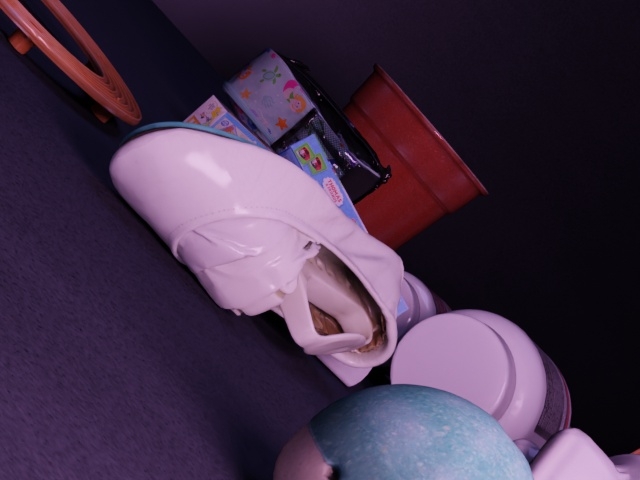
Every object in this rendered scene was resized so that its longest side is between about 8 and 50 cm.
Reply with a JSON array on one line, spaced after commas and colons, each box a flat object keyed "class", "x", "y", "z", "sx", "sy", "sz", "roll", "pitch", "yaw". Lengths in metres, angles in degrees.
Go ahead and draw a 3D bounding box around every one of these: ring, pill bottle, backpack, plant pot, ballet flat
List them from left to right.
[{"class": "ring", "x": -0.300, "y": -0.237, "z": 1.540, "sx": 0.336, "sy": 0.032, "sz": 0.336, "roll": 48, "pitch": 5, "yaw": -6}, {"class": "ballet flat", "x": -0.033, "y": 0.020, "z": 1.372, "sx": 0.139, "sy": 0.139, "sz": 0.400, "roll": 52, "pitch": 11, "yaw": 35}, {"class": "backpack", "x": -0.042, "y": -0.144, "z": 2.214, "sx": 0.253, "sy": 0.191, "sz": 0.225, "roll": 56, "pitch": 2, "yaw": 1}, {"class": "plant pot", "x": 0.075, "y": -0.091, "z": 2.434, "sx": 0.272, "sy": 0.265, "sz": 0.272, "roll": 49, "pitch": 4, "yaw": -5}, {"class": "pill bottle", "x": 0.090, "y": 0.101, "z": 1.891, "sx": 0.121, "sy": 0.121, "sz": 0.221, "roll": 51, "pitch": 5, "yaw": 22}, {"class": "pill bottle", "x": 0.182, "y": 0.176, "z": 1.785, "sx": 0.176, "sy": 0.176, "sz": 0.318, "roll": 51, "pitch": 4, "yaw": 21}]

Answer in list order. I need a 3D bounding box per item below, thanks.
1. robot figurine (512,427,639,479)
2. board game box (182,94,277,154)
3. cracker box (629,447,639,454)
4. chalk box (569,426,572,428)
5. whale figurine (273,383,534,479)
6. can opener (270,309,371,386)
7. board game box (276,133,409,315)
[{"class": "robot figurine", "x": 0.255, "y": 0.311, "z": 1.217, "sx": 0.353, "sy": 0.200, "sz": 0.300, "roll": 48, "pitch": -24, "yaw": -7}, {"class": "board game box", "x": -0.110, "y": -0.079, "z": 1.573, "sx": 0.026, "sy": 0.103, "sz": 0.154, "roll": 51, "pitch": 4, "yaw": 25}, {"class": "cracker box", "x": 0.283, "y": 0.307, "z": 1.489, "sx": 0.067, "sy": 0.156, "sz": 0.232, "roll": 59, "pitch": -3, "yaw": 40}, {"class": "chalk box", "x": 0.260, "y": 0.264, "z": 2.100, "sx": 0.132, "sy": 0.132, "sz": 0.213, "roll": 50, "pitch": 6, "yaw": 9}, {"class": "whale figurine", "x": 0.089, "y": 0.192, "z": 0.982, "sx": 0.272, "sy": 0.141, "sz": 0.216, "roll": 46, "pitch": 5, "yaw": -42}, {"class": "can opener", "x": -0.034, "y": 0.050, "z": 1.570, "sx": 0.093, "sy": 0.074, "sz": 0.280, "roll": 3, "pitch": -35, "yaw": 45}, {"class": "board game box", "x": 0.000, "y": 0.000, "z": 1.692, "sx": 0.211, "sy": 0.039, "sz": 0.160, "roll": 63, "pitch": -25, "yaw": -3}]
